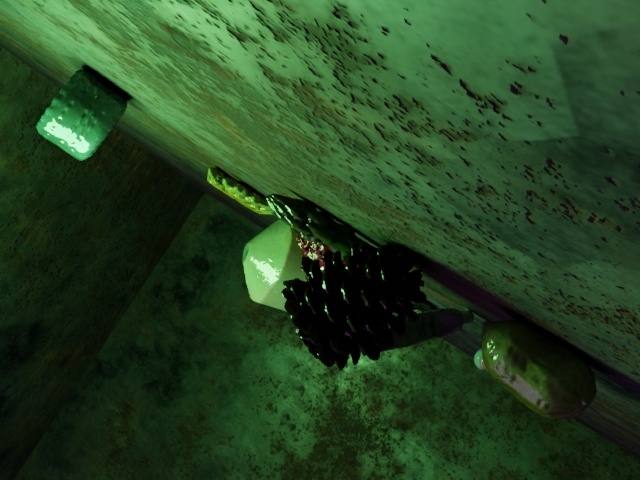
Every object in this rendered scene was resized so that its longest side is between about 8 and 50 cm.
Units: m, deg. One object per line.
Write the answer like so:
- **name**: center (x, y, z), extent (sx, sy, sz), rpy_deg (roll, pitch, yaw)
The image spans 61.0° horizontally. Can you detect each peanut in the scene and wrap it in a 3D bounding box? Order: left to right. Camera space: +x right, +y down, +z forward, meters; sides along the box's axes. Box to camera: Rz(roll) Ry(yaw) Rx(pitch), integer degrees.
- **peanut**: center (0.379, 0.226, 0.957), extent (0.224, 0.129, 0.129), rpy_deg (32, 176, 6)

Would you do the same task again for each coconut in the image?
- **coconut**: center (-0.110, 0.085, 1.806), extent (0.310, 0.297, 0.297), rpy_deg (27, 178, -23)

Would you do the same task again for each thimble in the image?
- **thimble**: center (-0.581, -0.312, 1.337), extent (0.143, 0.198, 0.235), rpy_deg (37, 146, -28)

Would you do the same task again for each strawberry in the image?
- **strawberry**: center (0.041, 0.038, 1.343), extent (0.237, 0.111, 0.190), rpy_deg (30, 173, 24)

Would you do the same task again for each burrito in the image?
- **burrito**: center (0.296, 0.198, 1.682), extent (0.288, 0.054, 0.104), rpy_deg (35, 175, -32)

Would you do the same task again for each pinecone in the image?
- **pinecone**: center (0.073, 0.110, 1.056), extent (0.246, 0.292, 0.246), rpy_deg (35, -141, -35)

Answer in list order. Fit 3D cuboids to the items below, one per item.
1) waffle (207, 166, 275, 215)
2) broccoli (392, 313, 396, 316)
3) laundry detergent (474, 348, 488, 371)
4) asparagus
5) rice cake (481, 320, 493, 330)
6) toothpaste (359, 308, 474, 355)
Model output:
- **waffle**: center (-0.250, -0.148, 1.714), extent (0.250, 0.056, 0.261), rpy_deg (33, 174, -13)
- **broccoli**: center (0.199, 0.212, 1.864), extent (0.302, 0.186, 0.254), rpy_deg (14, -143, -16)
- **laundry detergent**: center (0.652, 0.458, 1.844), extent (0.159, 0.087, 0.335), rpy_deg (40, 173, -25)
- **asparagus**: center (0.003, -0.024, 1.171), extent (0.287, 0.080, 0.080), rpy_deg (33, 176, 6)
- **rice cake**: center (0.418, 0.216, 1.164), extent (0.033, 0.033, 0.208), rpy_deg (33, 176, -23)
- **toothpaste**: center (0.211, 0.195, 1.214), extent (0.301, 0.075, 0.048), rpy_deg (-8, 172, -21)
